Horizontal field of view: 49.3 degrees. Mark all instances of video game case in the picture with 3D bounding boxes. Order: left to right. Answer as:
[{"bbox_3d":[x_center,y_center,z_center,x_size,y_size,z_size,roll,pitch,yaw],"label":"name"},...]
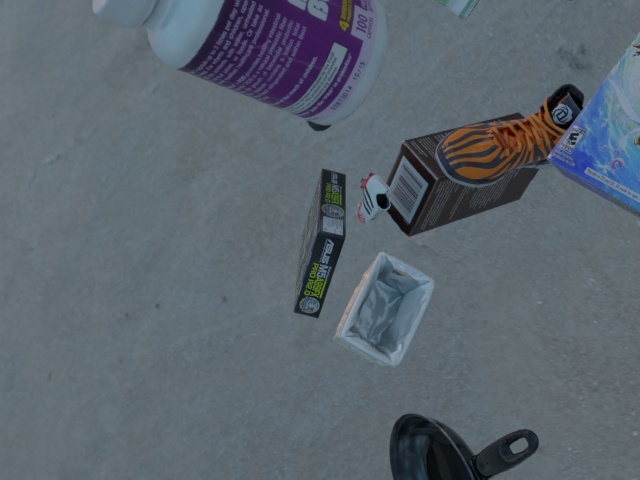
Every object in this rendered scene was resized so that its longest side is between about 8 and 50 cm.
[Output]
[{"bbox_3d":[0.434,-0.132,0.792,0.244,0.061,0.269,-55,41,9],"label":"video game case"}]

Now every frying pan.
[{"bbox_3d":[0.155,0.252,0.810,0.197,0.053,0.326,52,144,43],"label":"frying pan"}]

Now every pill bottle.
[{"bbox_3d":[-0.085,-0.252,0.777,0.169,0.301,0.169,-29,53,49],"label":"pill bottle"}]

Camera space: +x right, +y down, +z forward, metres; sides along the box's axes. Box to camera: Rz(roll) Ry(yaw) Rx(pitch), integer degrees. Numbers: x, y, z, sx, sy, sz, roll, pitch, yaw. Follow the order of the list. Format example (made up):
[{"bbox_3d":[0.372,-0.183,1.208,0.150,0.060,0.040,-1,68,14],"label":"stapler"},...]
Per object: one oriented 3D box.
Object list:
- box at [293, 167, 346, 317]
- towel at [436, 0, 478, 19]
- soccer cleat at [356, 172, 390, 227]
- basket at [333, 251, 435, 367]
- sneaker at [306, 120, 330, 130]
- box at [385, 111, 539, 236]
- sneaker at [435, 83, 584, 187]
[{"bbox_3d":[0.000,0.000,1.527,0.270,0.060,0.216,-87,11,-57],"label":"box"},{"bbox_3d":[0.207,-0.448,1.178,0.023,0.152,0.113,-59,2,-29],"label":"towel"},{"bbox_3d":[0.060,-0.038,0.760,0.029,0.083,0.035,-34,59,-25],"label":"soccer cleat"},{"bbox_3d":[0.103,0.122,1.189,0.167,0.113,0.103,-62,5,-18],"label":"basket"},{"bbox_3d":[-0.033,-0.443,1.762,0.122,0.146,0.331,-9,81,37],"label":"sneaker"},{"bbox_3d":[0.341,-0.161,1.636,0.143,0.381,0.191,55,145,30],"label":"box"},{"bbox_3d":[0.361,-0.197,1.231,0.125,0.321,0.180,66,150,13],"label":"sneaker"}]
